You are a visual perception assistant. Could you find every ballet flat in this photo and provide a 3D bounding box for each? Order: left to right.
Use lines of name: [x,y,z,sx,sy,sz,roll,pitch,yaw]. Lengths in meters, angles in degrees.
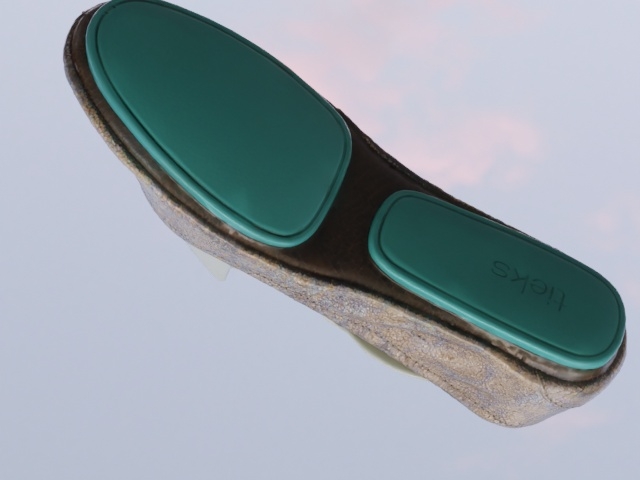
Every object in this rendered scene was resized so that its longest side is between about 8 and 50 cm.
ballet flat: [0.000,0.000,0.864,0.316,0.106,0.107,34,-124,-1]
